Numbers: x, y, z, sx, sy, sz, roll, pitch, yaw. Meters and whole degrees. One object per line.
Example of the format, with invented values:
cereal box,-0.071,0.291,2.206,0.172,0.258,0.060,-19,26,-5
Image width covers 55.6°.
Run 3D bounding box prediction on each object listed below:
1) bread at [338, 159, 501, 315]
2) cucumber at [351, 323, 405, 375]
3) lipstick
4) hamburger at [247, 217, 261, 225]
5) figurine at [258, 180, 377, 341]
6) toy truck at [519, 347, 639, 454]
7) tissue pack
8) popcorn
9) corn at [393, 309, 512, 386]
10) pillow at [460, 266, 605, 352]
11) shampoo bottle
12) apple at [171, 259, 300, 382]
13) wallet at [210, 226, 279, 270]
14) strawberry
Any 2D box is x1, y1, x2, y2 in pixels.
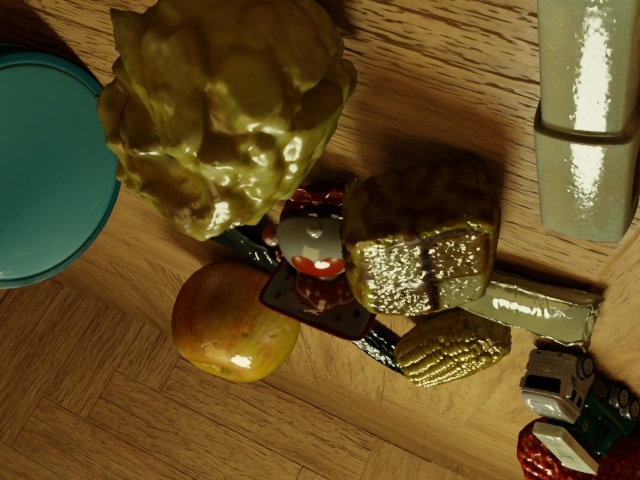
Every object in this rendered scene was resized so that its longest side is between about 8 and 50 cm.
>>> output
bread,0.112,0.006,0.697,0.181,0.096,0.222,-7,150,7
cucumber,0.153,0.241,1.294,0.245,0.067,0.067,37,157,-19
lipstick,0.201,-0.099,0.450,0.077,0.079,0.253,16,154,31
hamburger,-0.132,-0.081,0.887,0.126,0.082,0.141,17,169,35
figurine,0.000,0.000,0.850,0.183,0.160,0.226,18,148,21
toy truck,0.412,0.267,0.973,0.216,0.116,0.110,40,156,-28
tissue pack,0.386,0.327,0.956,0.108,0.023,0.056,44,155,-20
popcorn,-0.093,-0.133,0.539,0.225,0.249,0.249,44,157,-3
corn,0.212,0.179,1.018,0.119,0.119,0.322,28,156,-1
pillow,0.263,0.081,0.815,0.208,0.053,0.119,18,153,23
shampoo bottle,-0.535,-0.136,0.899,0.342,0.331,0.331,18,157,26
apple,-0.188,0.180,1.335,0.285,0.233,0.286,23,157,10
wallet,-0.181,-0.018,1.060,0.247,0.041,0.323,22,171,33
strawberry,0.517,0.450,1.087,0.351,0.267,0.312,31,-166,31
